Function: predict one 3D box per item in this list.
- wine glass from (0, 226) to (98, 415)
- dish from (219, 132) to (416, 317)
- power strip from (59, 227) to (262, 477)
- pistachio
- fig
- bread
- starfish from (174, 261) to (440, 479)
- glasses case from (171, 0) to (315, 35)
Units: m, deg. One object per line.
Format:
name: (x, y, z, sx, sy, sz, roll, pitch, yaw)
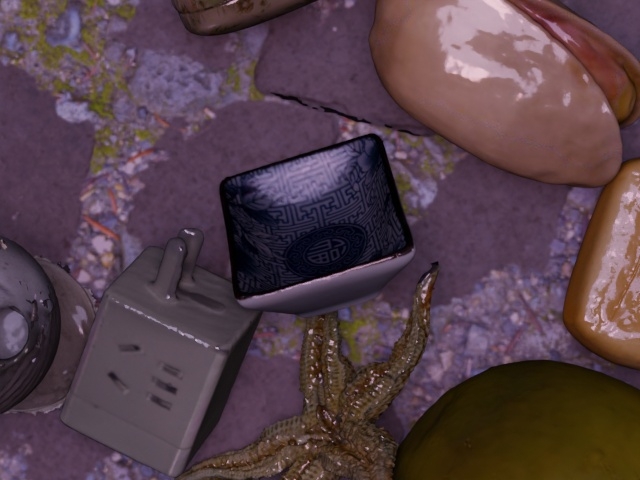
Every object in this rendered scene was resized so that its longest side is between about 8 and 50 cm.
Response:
wine glass: (-0.326, 0.085, 1.536, 0.190, 0.357, 0.191, 0, 83, 2)
dish: (0.000, 0.000, 1.621, 0.181, 0.243, 0.080, -17, 123, 3)
power strip: (-0.147, 0.095, 1.588, 0.140, 0.139, 0.224, 26, 116, 6)
pistachio: (0.188, -0.179, 1.622, 0.299, 0.187, 0.188, 27, 87, 3)
fig: (0.214, 0.272, 1.504, 0.343, 0.343, 0.343, 0, 85, 2)
bread: (0.337, 0.025, 1.640, 0.147, 0.098, 0.217, 23, 85, 2)
starfish: (-0.007, 0.184, 1.603, 0.078, 0.357, 0.347, 34, 52, -31)
glasses case: (0.044, -0.324, 1.651, 0.425, 0.156, 0.098, -24, 108, 0)
